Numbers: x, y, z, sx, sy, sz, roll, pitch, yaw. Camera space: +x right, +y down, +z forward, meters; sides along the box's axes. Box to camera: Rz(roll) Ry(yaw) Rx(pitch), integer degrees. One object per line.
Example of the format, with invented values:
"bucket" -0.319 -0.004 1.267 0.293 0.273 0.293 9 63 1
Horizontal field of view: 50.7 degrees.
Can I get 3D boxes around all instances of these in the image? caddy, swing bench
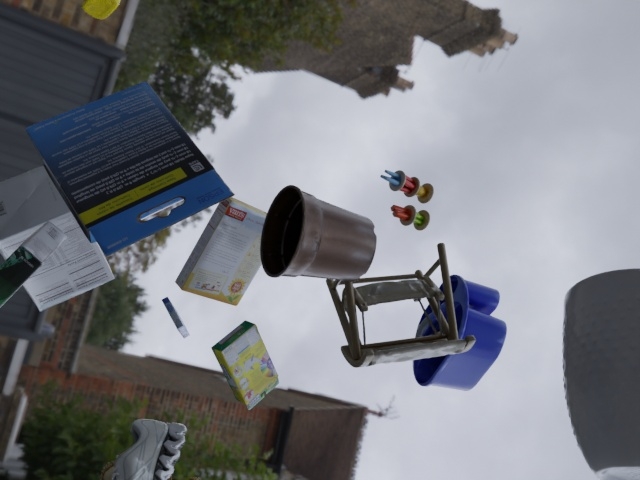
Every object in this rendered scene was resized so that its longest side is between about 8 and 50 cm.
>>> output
"caddy" 0.348 0.249 1.812 0.241 0.179 0.341 -88 -164 -48
"swing bench" 0.172 0.159 1.520 0.165 0.253 0.254 116 -34 -59

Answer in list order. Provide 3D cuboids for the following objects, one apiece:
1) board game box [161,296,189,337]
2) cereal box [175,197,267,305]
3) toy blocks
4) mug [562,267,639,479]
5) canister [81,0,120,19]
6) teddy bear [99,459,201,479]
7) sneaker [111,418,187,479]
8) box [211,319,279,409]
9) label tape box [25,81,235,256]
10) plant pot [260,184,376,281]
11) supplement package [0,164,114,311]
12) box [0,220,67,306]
"board game box" -0.366 0.196 1.711 0.090 0.020 0.090 58 -12 19
"cereal box" -0.210 0.027 1.585 0.047 0.173 0.240 38 -80 46
"toy blocks" 0.197 -0.099 1.605 0.054 0.148 0.123 -5 -109 51
"mug" 0.589 0.238 1.148 0.374 0.276 0.328 -43 -151 56
"canister" -0.523 -0.647 1.672 0.126 0.073 0.170 -15 -122 47
"teddy bear" -0.445 0.700 1.815 0.245 0.338 0.113 -48 -163 -11
"sneaker" -0.355 0.480 1.305 0.292 0.118 0.110 -79 -164 -44
"box" -0.160 0.278 1.493 0.105 0.179 0.043 -37 -150 -31
"label tape box" -0.336 -0.111 1.206 0.333 0.241 0.106 51 -23 26
"plant pot" 0.000 0.000 1.219 0.167 0.165 0.167 -33 -130 52
"supplement package" -0.660 -0.009 1.642 0.199 0.198 0.262 53 -19 38
"box" -0.639 0.110 1.301 0.322 0.058 0.232 -46 -164 2
